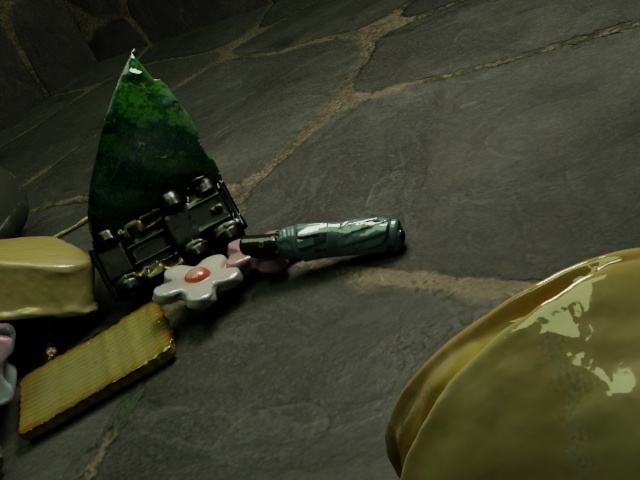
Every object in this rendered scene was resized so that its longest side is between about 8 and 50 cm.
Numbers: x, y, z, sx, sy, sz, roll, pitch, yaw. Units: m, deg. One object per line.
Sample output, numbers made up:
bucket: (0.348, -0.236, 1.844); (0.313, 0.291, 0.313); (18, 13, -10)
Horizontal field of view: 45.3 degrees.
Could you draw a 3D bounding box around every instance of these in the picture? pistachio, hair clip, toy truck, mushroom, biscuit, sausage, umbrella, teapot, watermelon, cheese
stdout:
pistachio: (0.196, 0.138, 0.565); (0.321, 0.238, 0.229); (-40, 16, 19)
hair clip: (-0.139, 0.048, 1.205); (0.257, 0.075, 0.146); (-31, 22, -18)
toy truck: (-0.256, 0.003, 1.313); (0.257, 0.127, 0.127); (-29, -12, -8)
mushroom: (-0.543, -0.053, 1.791); (0.286, 0.028, 0.026); (-28, -15, -4)
biscuit: (-0.337, 0.192, 1.164); (0.255, 0.029, 0.172); (-31, 27, -7)
sausage: (-0.473, 0.162, 1.337); (0.028, 0.025, 0.198); (12, 13, -25)
umbrella: (-0.001, -0.001, 1.132); (0.251, 0.053, 0.052); (-3, 42, 15)
teapot: (-0.829, -0.008, 1.751); (0.300, 0.253, 0.344); (-54, 25, 21)
watermelon: (-0.279, -0.128, 1.384); (0.292, 0.222, 0.319); (164, 121, -77)
cheese: (-0.543, 0.068, 1.349); (0.384, 0.104, 0.384); (0, 8, 0)

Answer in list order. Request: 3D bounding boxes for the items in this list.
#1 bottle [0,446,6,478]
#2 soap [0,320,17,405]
bottle: (-0.546, 0.341, 0.946); (0.168, 0.168, 0.347); (-3, 30, 38)
soap: (-0.587, 0.187, 1.221); (0.193, 0.109, 0.324); (-1, 3, -21)
